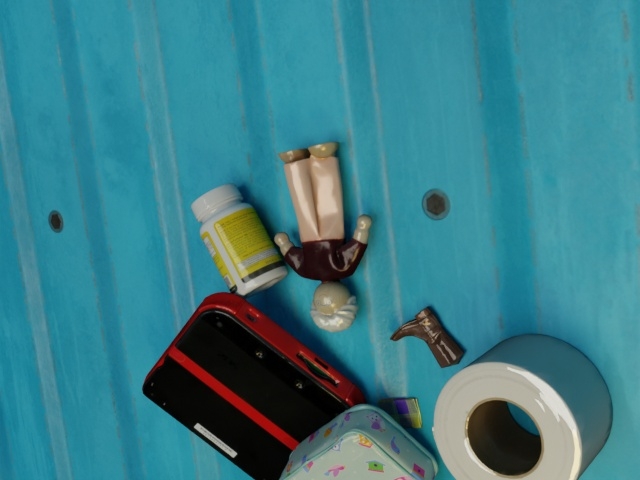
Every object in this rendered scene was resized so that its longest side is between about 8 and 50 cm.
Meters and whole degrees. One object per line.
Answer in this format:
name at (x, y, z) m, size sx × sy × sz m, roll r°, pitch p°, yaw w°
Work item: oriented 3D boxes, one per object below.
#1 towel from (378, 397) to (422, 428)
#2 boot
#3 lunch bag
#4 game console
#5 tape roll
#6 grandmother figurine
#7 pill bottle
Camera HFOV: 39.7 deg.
towel at (0.148, 0.323, 1.652) m, size 0.083 × 0.009 × 0.060 m, roll -9°, pitch 94°, yaw 35°
boot at (0.190, 0.190, 1.581) m, size 0.106 × 0.037 × 0.114 m, roll -43°, pitch 81°, yaw 35°
lunch bag at (0.068, 0.444, 1.647) m, size 0.224 × 0.108 × 0.279 m, roll 40°, pitch 125°, yaw -8°
game console at (-0.133, 0.308, 1.747) m, size 0.386 × 0.060 × 0.342 m, roll 38°, pitch 126°, yaw -2°
tape roll at (0.326, 0.289, 1.428) m, size 0.246 × 0.169 × 0.246 m, roll 8°, pitch 105°, yaw 32°
grandmother figurine at (0.000, 0.000, 1.628) m, size 0.208 × 0.104 × 0.342 m, roll -8°, pitch 93°, yaw 44°
pill bottle at (-0.161, 0.001, 1.723) m, size 0.119 × 0.119 × 0.208 m, roll -34°, pitch 81°, yaw 34°
